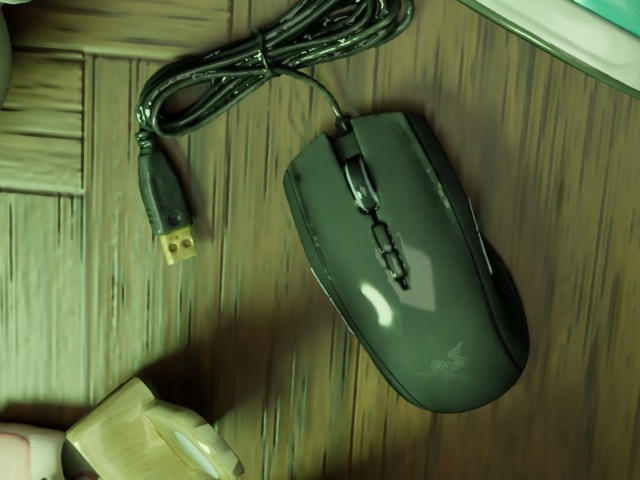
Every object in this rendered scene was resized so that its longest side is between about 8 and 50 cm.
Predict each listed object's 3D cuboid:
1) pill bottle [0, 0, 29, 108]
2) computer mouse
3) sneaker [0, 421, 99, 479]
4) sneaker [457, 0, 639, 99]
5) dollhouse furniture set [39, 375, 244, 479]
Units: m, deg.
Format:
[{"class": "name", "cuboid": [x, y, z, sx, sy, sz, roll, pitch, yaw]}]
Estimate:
[{"class": "pill bottle", "cuboid": [-0.308, -0.076, 0.683, 0.408, 0.229, 0.229, -42, 98, 16]}, {"class": "computer mouse", "cuboid": [0.000, 0.000, 0.759, 0.184, 0.060, 0.262, -19, 103, 11]}, {"class": "sneaker", "cuboid": [-0.170, 0.175, 0.835, 0.070, 0.051, 0.134, -1, 102, 12]}, {"class": "sneaker", "cuboid": [0.078, -0.214, 0.655, 0.295, 0.124, 0.178, 32, 101, 4]}, {"class": "dollhouse furniture set", "cuboid": [-0.128, 0.301, 0.717, 0.355, 0.174, 0.303, -41, 102, -18]}]
